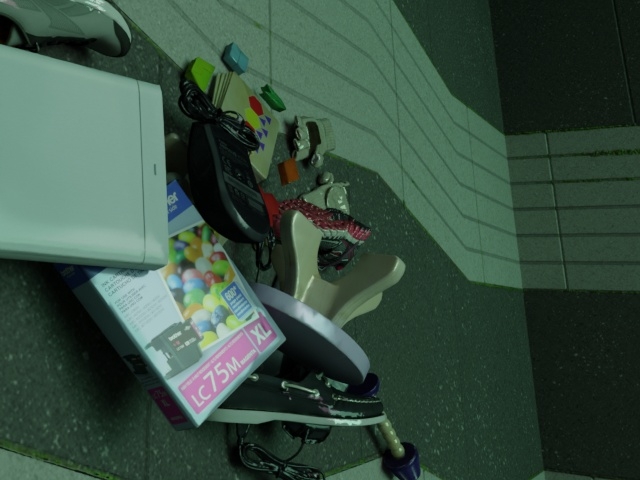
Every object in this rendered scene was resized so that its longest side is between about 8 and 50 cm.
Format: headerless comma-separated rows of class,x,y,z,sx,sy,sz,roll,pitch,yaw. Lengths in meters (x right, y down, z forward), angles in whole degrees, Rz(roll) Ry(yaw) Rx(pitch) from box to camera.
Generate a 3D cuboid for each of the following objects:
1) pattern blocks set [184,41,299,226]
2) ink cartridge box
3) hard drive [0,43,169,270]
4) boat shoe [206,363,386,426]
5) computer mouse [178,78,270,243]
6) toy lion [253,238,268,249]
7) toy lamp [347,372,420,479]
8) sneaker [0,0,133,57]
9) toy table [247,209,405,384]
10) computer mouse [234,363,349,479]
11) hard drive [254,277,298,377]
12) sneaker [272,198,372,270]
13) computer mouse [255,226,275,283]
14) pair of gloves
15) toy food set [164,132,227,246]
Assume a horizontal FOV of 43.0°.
pattern blocks set,-0.134,-0.195,1.407,0.285,0.026,0.324,52,31,-24
ink cartridge box,-0.195,0.059,1.020,0.311,0.065,0.186,55,49,-8
hard drive,-0.331,-0.096,0.877,0.353,0.047,0.232,7,71,-40
boat shoe,-0.037,0.234,1.237,0.303,0.114,0.091,7,79,-26
computer mouse,-0.147,-0.096,1.212,0.188,0.072,0.272,37,29,-49
toy lion,-0.124,-0.038,1.417,0.100,0.034,0.096,29,47,-57
toy lamp,0.141,0.400,1.704,0.274,0.080,0.080,65,29,-25
sneaker,-0.349,-0.276,1.012,0.271,0.100,0.107,15,80,-57
toy table,-0.003,0.088,1.238,0.160,0.252,0.274,-65,146,-21
computer mouse,-0.051,0.264,1.328,0.184,0.060,0.262,25,71,-27
hard drive,-0.041,0.180,1.459,0.172,0.054,0.254,56,34,-36
sneaker,0.000,0.000,1.541,0.299,0.121,0.112,13,107,-60
computer mouse,-0.120,0.074,1.340,0.071,0.041,0.242,54,41,-46
pair of gloves,0.005,-0.145,1.699,0.204,0.042,0.240,-12,91,-64
toy food set,-0.196,0.025,1.173,0.219,0.092,0.306,53,37,-40
